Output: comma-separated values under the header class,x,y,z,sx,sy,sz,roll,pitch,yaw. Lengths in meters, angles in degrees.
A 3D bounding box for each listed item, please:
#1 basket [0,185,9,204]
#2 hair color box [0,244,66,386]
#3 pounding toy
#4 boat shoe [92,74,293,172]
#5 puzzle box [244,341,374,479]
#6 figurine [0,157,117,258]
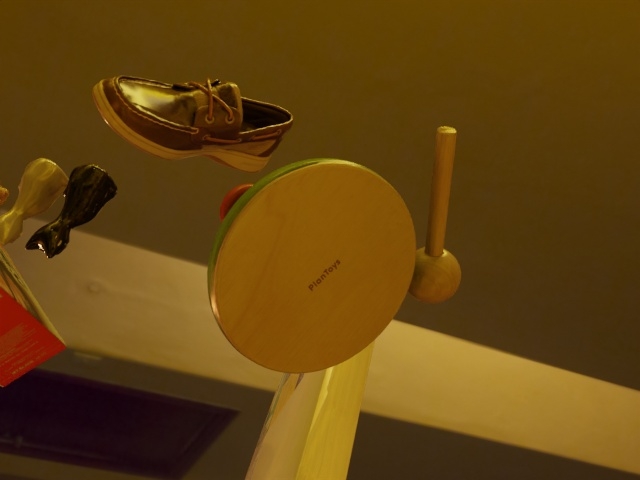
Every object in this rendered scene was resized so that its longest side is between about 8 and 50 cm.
class,x,y,z,sx,sy,sz,roll,pitch,yaw
basket,-0.712,-0.053,1.319,0.299,0.223,0.213,-31,-155,1
hair color box,-0.218,0.021,0.474,0.093,0.053,0.167,52,-13,17
pounding toy,0.000,0.000,0.690,0.110,0.237,0.182,35,-40,56
boat shoe,-0.164,-0.186,1.136,0.123,0.342,0.123,-40,-119,26
puzzle box,-0.019,0.221,0.968,0.272,0.052,0.409,-60,-174,35
figurine,-0.545,-0.059,1.568,0.215,0.092,0.209,9,-127,28
